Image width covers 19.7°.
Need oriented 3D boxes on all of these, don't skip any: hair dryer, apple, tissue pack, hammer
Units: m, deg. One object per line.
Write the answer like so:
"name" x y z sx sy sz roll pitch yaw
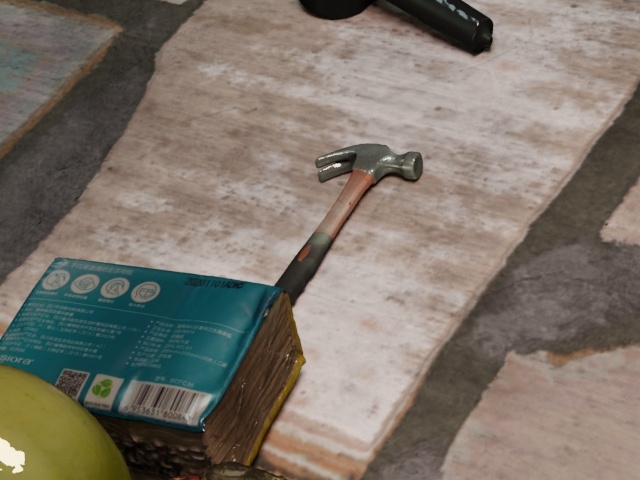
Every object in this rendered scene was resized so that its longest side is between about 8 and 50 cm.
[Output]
"hair dryer" 0.081 -0.333 2.121 0.302 0.244 0.116 34 68 25
"apple" -0.298 0.238 1.610 0.279 0.279 0.279 -10 42 9
"tissue pack" -0.173 0.130 1.773 0.271 0.134 0.192 8 47 27
"hammer" 0.000 0.000 1.927 0.111 0.033 0.288 11 49 28

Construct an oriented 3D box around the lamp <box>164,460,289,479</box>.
"lamp" -0.084 0.294 1.520 0.227 0.227 0.227 -10 42 9
